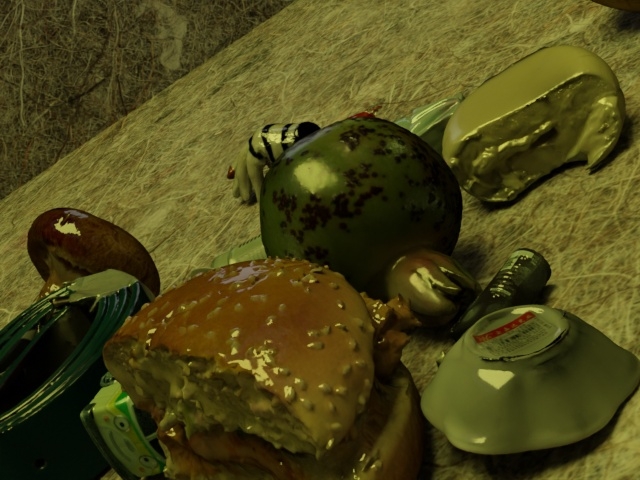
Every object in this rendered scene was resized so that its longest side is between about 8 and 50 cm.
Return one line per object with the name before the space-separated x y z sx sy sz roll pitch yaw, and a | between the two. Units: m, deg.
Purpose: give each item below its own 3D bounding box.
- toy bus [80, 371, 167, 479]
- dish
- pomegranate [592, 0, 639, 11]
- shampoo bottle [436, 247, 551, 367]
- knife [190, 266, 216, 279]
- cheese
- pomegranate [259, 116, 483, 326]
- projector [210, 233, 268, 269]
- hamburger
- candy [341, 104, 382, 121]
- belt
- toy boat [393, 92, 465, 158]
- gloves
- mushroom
toy bus | -0.184 0.186 1.744 0.164 0.134 0.276 -17 24 33
dish | 0.204 0.120 1.303 0.229 0.081 0.229 -14 25 7
pomegranate | 0.522 -0.489 2.077 0.260 0.260 0.260 -29 20 12
shampoo bottle | 0.197 0.091 1.483 0.057 0.063 0.208 -27 18 52
knife | -0.175 0.081 1.950 0.043 0.081 0.336 -26 -1 -28
cheese | 0.300 -0.164 1.824 0.266 0.127 0.233 -30 23 18
pomegranate | 0.082 0.002 1.644 0.285 0.285 0.340 -38 53 -11
projector | 0.000 0.000 1.929 0.337 0.108 0.108 -27 21 17
hamburger | -0.041 0.144 1.457 0.287 0.268 0.445 -41 20 -30
candy | 0.048 -0.167 2.311 0.086 0.059 0.292 -14 28 36
belt | -0.384 0.217 1.933 0.300 0.173 0.436 -11 32 28
toy boat | 0.116 -0.121 2.021 0.290 0.100 0.199 -33 17 25
gloves | -0.098 -0.159 2.425 0.218 0.131 0.140 -6 30 35
mushroom | -0.409 0.061 2.225 0.267 0.267 0.254 -23 22 26
